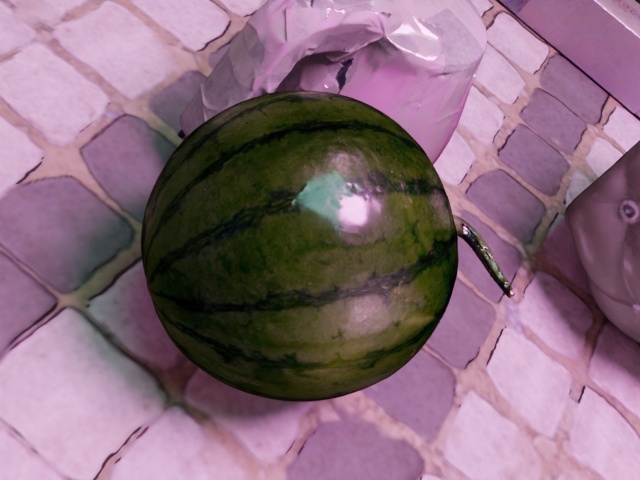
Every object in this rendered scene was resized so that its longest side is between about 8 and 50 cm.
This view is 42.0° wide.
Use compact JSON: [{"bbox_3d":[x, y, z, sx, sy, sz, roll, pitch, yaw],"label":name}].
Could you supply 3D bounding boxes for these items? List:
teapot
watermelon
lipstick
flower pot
[{"bbox_3d":[0.014,-0.135,0.631,0.222,0.178,0.163,10,52,-24],"label":"teapot"},{"bbox_3d":[0.000,0.000,0.509,0.215,0.188,0.188,-16,65,-18],"label":"watermelon"},{"bbox_3d":[0.353,-0.227,0.976,0.371,0.080,0.076,40,45,2],"label":"lipstick"},{"bbox_3d":[0.334,-0.013,0.695,0.195,0.246,0.246,47,46,10],"label":"flower pot"}]
